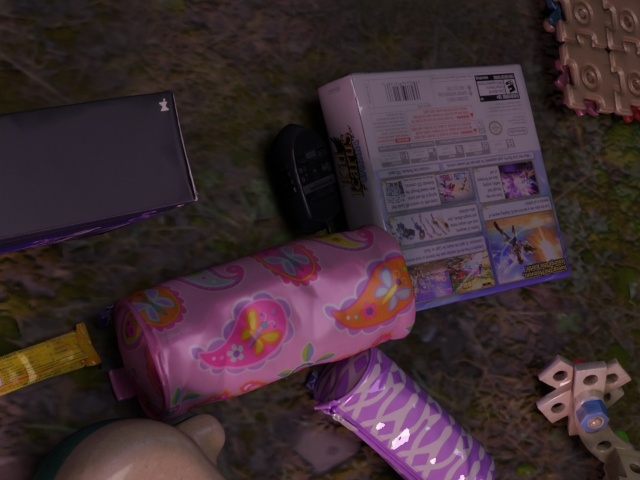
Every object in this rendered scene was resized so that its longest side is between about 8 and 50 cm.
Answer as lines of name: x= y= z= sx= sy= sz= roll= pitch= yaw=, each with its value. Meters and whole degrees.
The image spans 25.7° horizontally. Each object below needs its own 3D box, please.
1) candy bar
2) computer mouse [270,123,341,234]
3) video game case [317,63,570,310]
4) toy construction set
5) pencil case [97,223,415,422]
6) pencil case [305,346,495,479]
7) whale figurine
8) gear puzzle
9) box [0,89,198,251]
candy bar: x=-0.265 y=0.113 z=1.215 sx=0.161 sy=0.018 sz=0.040 roll=-19 pitch=87 yaw=-35
computer mouse: x=0.000 y=0.000 z=1.413 sx=0.071 sy=0.041 sz=0.242 roll=-22 pitch=97 yaw=-52
video game case: x=0.134 y=-0.057 z=1.480 sx=0.269 sy=0.061 sz=0.244 roll=-9 pitch=84 yaw=-42
toy construction set: x=0.315 y=0.283 z=1.480 sx=0.215 sy=0.151 sz=0.327 roll=12 pitch=51 yaw=-18
pencil case: x=-0.053 y=0.073 z=1.286 sx=0.284 sy=0.124 sz=0.124 roll=-18 pitch=90 yaw=-26
pencil case: x=0.084 y=0.190 z=1.390 sx=0.206 sy=0.086 sz=0.088 roll=41 pitch=45 yaw=-19
whale figurine: x=-0.139 y=0.253 z=1.209 sx=0.272 sy=0.141 sz=0.216 roll=26 pitch=72 yaw=-42
gear puzzle: x=0.399 y=-0.223 z=1.728 sx=0.339 sy=0.044 sz=0.175 roll=3 pitch=76 yaw=-36
box: x=-0.263 y=-0.041 z=1.150 sx=0.261 sy=0.184 sz=0.103 roll=-13 pitch=86 yaw=-35
